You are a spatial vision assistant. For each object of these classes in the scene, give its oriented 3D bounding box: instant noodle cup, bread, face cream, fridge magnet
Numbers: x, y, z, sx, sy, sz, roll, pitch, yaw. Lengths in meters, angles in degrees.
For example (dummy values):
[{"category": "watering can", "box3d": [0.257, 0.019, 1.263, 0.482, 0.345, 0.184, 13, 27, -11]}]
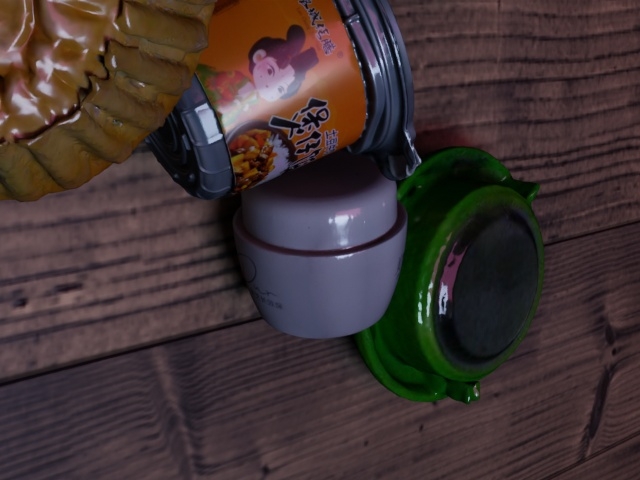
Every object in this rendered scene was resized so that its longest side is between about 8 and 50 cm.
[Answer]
[{"category": "instant noodle cup", "box3d": [-0.047, -0.103, 0.625, 0.125, 0.208, 0.177, -31, 162, -19]}, {"category": "bread", "box3d": [-0.157, -0.127, 0.481, 0.240, 0.139, 0.240, -3, 105, -11]}, {"category": "face cream", "box3d": [0.000, 0.000, 0.720, 0.117, 0.117, 0.104, -24, 124, -38]}, {"category": "fridge magnet", "box3d": [0.106, 0.029, 0.847, 0.208, 0.088, 0.208, -13, 109, -41]}]
